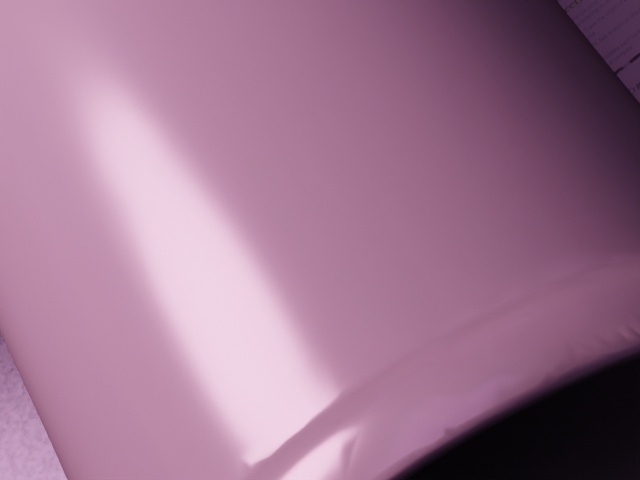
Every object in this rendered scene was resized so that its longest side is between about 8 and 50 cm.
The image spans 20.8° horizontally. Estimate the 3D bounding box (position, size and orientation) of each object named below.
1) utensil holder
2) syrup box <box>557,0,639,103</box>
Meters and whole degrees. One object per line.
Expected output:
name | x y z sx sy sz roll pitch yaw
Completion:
utensil holder | 0.000 0.000 0.828 0.327 0.327 0.385 -33 60 1
syrup box | 0.164 -0.158 0.958 0.093 0.096 0.237 -38 56 30
